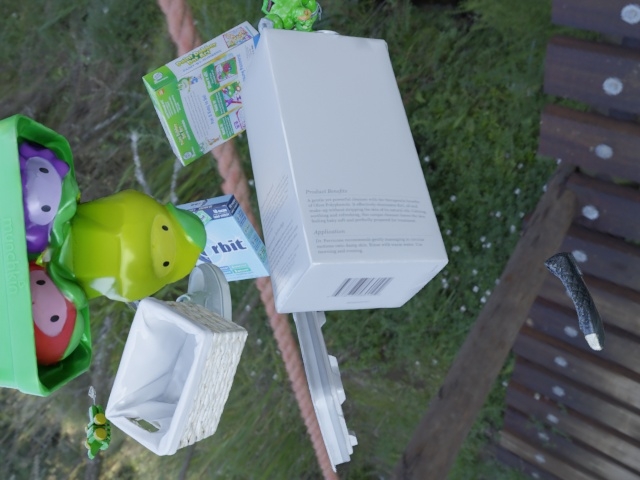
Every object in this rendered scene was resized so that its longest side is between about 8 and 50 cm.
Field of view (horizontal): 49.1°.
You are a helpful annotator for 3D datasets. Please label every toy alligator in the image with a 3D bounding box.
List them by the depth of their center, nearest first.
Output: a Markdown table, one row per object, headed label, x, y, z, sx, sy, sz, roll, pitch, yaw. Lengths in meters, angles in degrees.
| label | x | y | z | sx | sy | sz | roll | pitch | yaw |
| --- | --- | --- | --- | --- | --- | --- | --- | --- | --- |
| toy alligator | -0.523 | 0.432 | 1.666 | 0.051 | 0.189 | 0.056 | 23 | 125 | -35 |

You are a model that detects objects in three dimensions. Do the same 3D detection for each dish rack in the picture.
| label | x | y | z | sx | sy | sz | roll | pitch | yaw |
| --- | --- | --- | --- | --- | --- | --- | --- | --- | --- |
| dish rack | 0.011 | 0.312 | 1.571 | 0.333 | 0.072 | 0.285 | -105 | 2 | -52 |

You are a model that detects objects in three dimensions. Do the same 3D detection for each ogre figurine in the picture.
| label | x | y | z | sx | sy | sz | roll | pitch | yaw |
| --- | --- | --- | --- | --- | --- | --- | --- | --- | --- |
| ogre figurine | -0.061 | -0.378 | 1.241 | 0.097 | 0.197 | 0.118 | 46 | 161 | 23 |

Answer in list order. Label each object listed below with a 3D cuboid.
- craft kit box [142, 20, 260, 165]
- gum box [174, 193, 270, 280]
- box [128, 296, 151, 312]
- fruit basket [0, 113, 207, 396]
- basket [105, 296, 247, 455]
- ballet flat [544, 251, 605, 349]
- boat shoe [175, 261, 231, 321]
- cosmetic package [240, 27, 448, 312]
| label | x | y | z | sx | sy | sz | roll | pitch | yaw |
| --- | --- | --- | --- | --- | --- | --- | --- | --- | --- |
| craft kit box | -0.225 | -0.304 | 1.485 | 0.061 | 0.247 | 0.250 | 47 | 163 | 26 |
| gum box | -0.201 | 0.001 | 1.407 | 0.157 | 0.041 | 0.184 | -9 | 127 | 29 |
| box | -0.422 | 0.119 | 1.563 | 0.190 | 0.045 | 0.184 | 51 | 164 | -17 |
| fruit basket | -0.352 | 0.017 | 1.008 | 0.392 | 0.392 | 0.283 | 39 | 178 | -2 |
| basket | -0.180 | 0.167 | 0.891 | 0.113 | 0.167 | 0.103 | 23 | -172 | 28 |
| ballet flat | 0.412 | 0.098 | 1.126 | 0.049 | 0.173 | 0.057 | -27 | 146 | 24 |
| boat shoe | -0.195 | 0.120 | 1.135 | 0.081 | 0.227 | 0.079 | 21 | 128 | -36 |
| cosmetic package | 0.019 | -0.100 | 0.963 | 0.197 | 0.365 | 0.155 | 1 | 151 | -22 |
